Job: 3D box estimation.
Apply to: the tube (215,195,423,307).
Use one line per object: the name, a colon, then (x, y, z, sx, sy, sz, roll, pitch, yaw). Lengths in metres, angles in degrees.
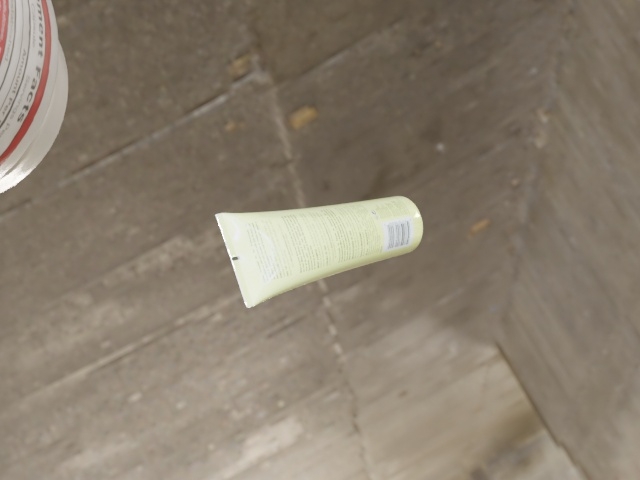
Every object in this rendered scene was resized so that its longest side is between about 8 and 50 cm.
tube: (0.000, 0.000, 1.466, 0.240, 0.070, 0.062, -13, 129, -45)

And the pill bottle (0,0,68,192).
pill bottle: (-0.298, -0.134, 0.918, 0.229, 0.229, 0.408, -31, 170, 4)
